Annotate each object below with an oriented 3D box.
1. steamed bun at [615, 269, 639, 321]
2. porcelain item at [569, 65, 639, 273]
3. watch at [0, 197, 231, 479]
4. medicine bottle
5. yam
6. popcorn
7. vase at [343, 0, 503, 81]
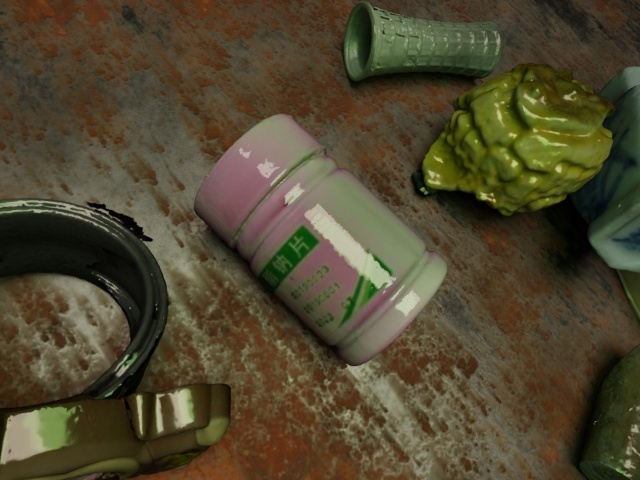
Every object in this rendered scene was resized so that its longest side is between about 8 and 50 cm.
[{"bbox_3d":[0.679,0.085,0.846,0.146,0.164,0.242,-13,74,-17],"label":"steamed bun"},{"bbox_3d":[0.576,-0.139,0.829,0.178,0.242,0.405,26,50,-1],"label":"porcelain item"},{"bbox_3d":[-0.310,0.124,0.551,0.335,0.314,0.327,-2,59,-30],"label":"watch"},{"bbox_3d":[0.000,0.000,0.679,0.325,0.212,0.212,44,66,3],"label":"medicine bottle"},{"bbox_3d":[0.515,0.283,0.765,0.106,0.106,0.259,36,65,1],"label":"yam"},{"bbox_3d":[0.357,-0.188,0.824,0.293,0.237,0.293,6,49,-7],"label":"popcorn"},{"bbox_3d":[0.209,-0.386,0.919,0.298,0.143,0.143,-6,72,-19],"label":"vase"}]
